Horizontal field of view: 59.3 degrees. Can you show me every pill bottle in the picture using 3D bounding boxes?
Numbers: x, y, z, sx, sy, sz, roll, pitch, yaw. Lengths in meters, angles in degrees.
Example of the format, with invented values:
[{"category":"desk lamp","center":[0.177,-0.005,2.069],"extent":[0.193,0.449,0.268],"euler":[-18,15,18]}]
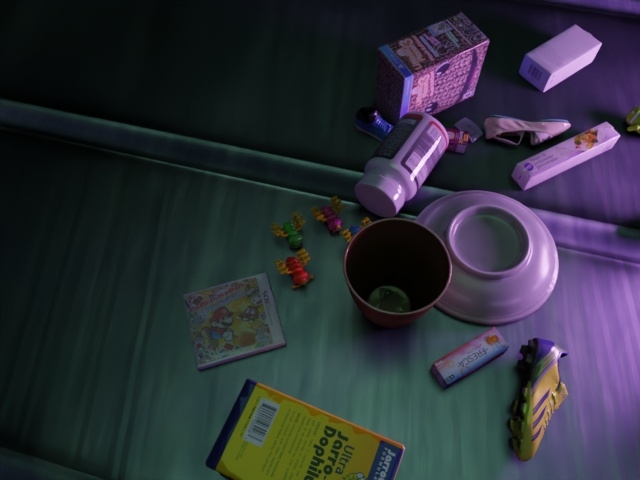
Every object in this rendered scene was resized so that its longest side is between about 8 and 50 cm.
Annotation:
[{"category":"pill bottle","center":[0.223,-0.210,1.569],"extent":[0.161,0.161,0.283],"euler":[30,67,17]}]

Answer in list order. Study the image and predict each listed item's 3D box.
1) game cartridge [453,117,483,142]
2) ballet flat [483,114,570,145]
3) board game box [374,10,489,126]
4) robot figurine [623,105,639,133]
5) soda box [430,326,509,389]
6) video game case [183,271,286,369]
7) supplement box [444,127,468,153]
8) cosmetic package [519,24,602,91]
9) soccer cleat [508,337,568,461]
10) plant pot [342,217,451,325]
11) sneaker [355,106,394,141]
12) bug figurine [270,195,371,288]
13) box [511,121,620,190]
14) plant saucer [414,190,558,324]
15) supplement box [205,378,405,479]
[{"category":"game cartridge","center":[0.452,-0.337,1.712],"extent":[0.056,0.017,0.083],"euler":[-34,66,-11]},{"category":"ballet flat","center":[0.609,-0.320,1.670],"extent":[0.248,0.086,0.086],"euler":[6,62,7]},{"category":"board game box","center":[0.323,-0.500,1.683],"extent":[0.291,0.232,0.141],"euler":[-27,64,-11]},{"category":"robot figurine","center":[0.962,-0.352,1.670],"extent":[0.101,0.067,0.115],"euler":[-36,65,-3]},{"category":"soda box","center":[0.358,0.283,1.353],"extent":[0.183,0.058,0.063],"euler":[-27,64,-11]},{"category":"video game case","center":[-0.222,0.201,1.438],"extent":[0.227,0.026,0.206],"euler":[-16,62,-6]},{"category":"supplement box","center":[0.394,-0.298,1.676],"extent":[0.083,0.043,0.055],"euler":[10,61,7]},{"category":"cosmetic package","center":[0.764,-0.582,1.796],"extent":[0.231,0.085,0.117],"euler":[-31,65,-16]},{"category":"soccer cleat","center":[0.507,0.363,1.286],"extent":[0.121,0.093,0.289],"euler":[18,64,4]},{"category":"plant pot","center":[0.171,0.113,1.341],"extent":[0.237,0.254,0.237],"euler":[-1,61,2]},{"category":"sneaker","center":[0.175,-0.352,1.691],"extent":[0.152,0.084,0.058],"euler":[27,66,16]},{"category":"bug figurine","center":[0.000,0.000,1.514],"extent":[0.279,0.072,0.216],"euler":[-25,57,-6]},{"category":"box","center":[0.708,-0.245,1.624],"extent":[0.324,0.067,0.063],"euler":[-25,63,-10]},{"category":"plant saucer","center":[0.430,0.017,1.473],"extent":[0.400,0.100,0.400],"euler":[-1,61,1]},{"category":"supplement box","center":[-0.028,0.468,1.189],"extent":[0.356,0.194,0.195],"euler":[20,64,13]}]
